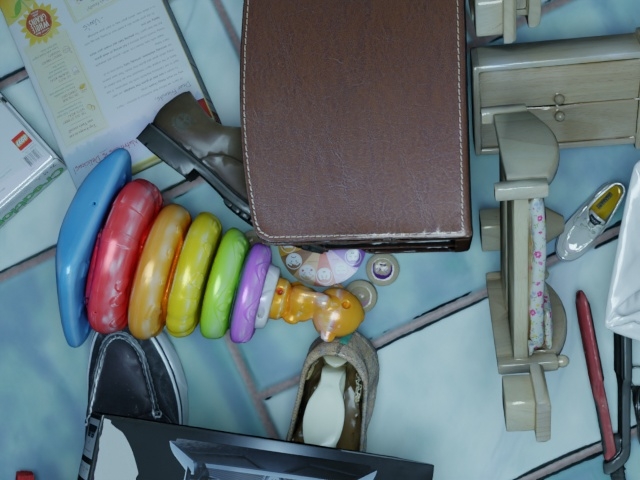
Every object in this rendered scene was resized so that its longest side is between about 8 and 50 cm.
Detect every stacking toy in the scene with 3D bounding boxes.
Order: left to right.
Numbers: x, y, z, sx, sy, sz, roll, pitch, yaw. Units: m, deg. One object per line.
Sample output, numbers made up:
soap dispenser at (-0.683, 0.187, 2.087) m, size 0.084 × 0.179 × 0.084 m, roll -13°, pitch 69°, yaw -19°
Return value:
stacking toy at (-0.102, 0.042, 0.881) m, size 0.302 × 0.165 × 0.175 m, roll 14°, pitch 55°, yaw -1°

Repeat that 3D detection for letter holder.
letter holder at (0.039, -0.141, 0.868) m, size 0.215 × 0.152 × 0.301 m, roll -2°, pitch 85°, yaw 9°

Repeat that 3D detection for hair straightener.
hair straightener at (0.321, 0.158, 0.881) m, size 0.089 × 0.047 × 0.230 m, roll -9°, pitch 87°, yaw 7°

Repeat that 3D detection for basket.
basket at (0.350, 0.015, 0.807) m, size 0.113 × 0.103 × 0.167 m, roll 17°, pitch 102°, yaw 44°

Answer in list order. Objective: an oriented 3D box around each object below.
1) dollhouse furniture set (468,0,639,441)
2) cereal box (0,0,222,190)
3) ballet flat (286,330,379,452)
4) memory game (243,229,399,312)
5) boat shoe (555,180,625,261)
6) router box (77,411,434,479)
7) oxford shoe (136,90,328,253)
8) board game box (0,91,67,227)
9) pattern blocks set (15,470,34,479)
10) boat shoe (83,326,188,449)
dollhouse furniture set at (0.227, -0.067, 0.741) m, size 0.174 × 0.355 × 0.303 m, roll -4°, pitch 126°, yaw 8°
cereal box at (-0.231, -0.193, 0.960) m, size 0.173 × 0.047 × 0.240 m, roll -23°, pitch 87°, yaw 5°
ballet flat at (-0.005, 0.246, 0.889) m, size 0.108 × 0.106 × 0.315 m, roll 6°, pitch 89°, yaw 6°
memory game at (0.000, 0.000, 0.943) m, size 0.186 × 0.012 × 0.186 m, roll 0°, pitch 88°, yaw 7°
boat shoe at (0.280, -0.020, 0.898) m, size 0.035 × 0.035 × 0.100 m, roll 41°, pitch 93°, yaw 6°
router box at (-0.066, 0.292, 0.751) m, size 0.309 × 0.081 × 0.242 m, roll 14°, pitch 77°, yaw -19°
oxford shoe at (-0.070, -0.071, 0.894) m, size 0.227 × 0.083 × 0.096 m, roll 38°, pitch 86°, yaw -10°
board game box at (-0.460, -0.053, 0.960) m, size 0.305 × 0.053 × 0.193 m, roll -42°, pitch 83°, yaw -5°
pattern blocks set at (-0.279, 0.403, 0.848) m, size 0.026 × 0.285 × 0.324 m, roll 2°, pitch 83°, yaw -24°
boat shoe at (-0.202, 0.224, 0.915) m, size 0.108 × 0.102 × 0.301 m, roll -4°, pitch 88°, yaw 7°
